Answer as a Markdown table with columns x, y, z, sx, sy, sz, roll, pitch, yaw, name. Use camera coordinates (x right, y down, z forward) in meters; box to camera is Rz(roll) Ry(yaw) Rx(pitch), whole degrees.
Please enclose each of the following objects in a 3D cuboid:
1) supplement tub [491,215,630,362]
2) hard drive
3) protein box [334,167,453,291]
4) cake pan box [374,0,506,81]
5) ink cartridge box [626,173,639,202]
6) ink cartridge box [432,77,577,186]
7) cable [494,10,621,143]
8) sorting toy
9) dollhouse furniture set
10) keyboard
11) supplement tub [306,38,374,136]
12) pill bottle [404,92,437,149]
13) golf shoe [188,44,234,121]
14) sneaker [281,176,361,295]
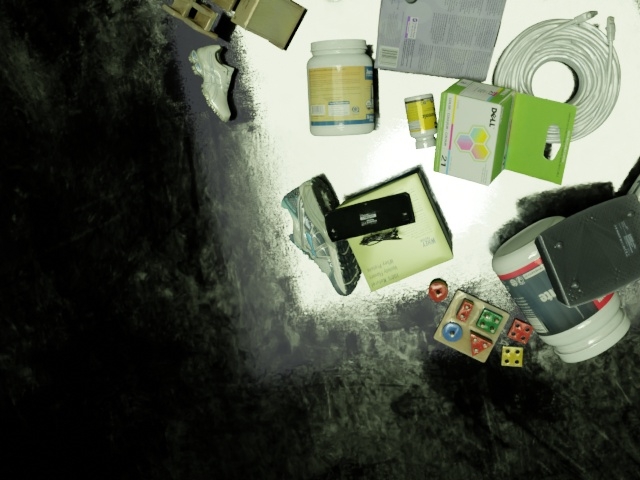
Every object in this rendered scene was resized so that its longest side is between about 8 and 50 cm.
| x | y | z | sx | sy | sz | roll | pitch | yaw | name |
| --- | --- | --- | --- | --- | --- | --- | --- | --- | --- |
| 0.513 | 0.103 | 1.557 | 0.191 | 0.191 | 0.272 | -35 | 93 | 15 | supplement tub |
| 0.553 | 0.019 | 1.453 | 0.254 | 0.054 | 0.172 | -21 | 87 | -20 | hard drive |
| 0.168 | -0.026 | 1.623 | 0.199 | 0.136 | 0.201 | -24 | 95 | 13 | protein box |
| 0.241 | -0.447 | 1.483 | 0.245 | 0.070 | 0.267 | 9 | 144 | 6 | cake pan box |
| 0.731 | -0.065 | 1.537 | 0.158 | 0.092 | 0.218 | 29 | 106 | 4 | ink cartridge box |
| 0.375 | -0.210 | 1.501 | 0.255 | 0.097 | 0.189 | 20 | 127 | 28 | ink cartridge box |
| 0.495 | -0.334 | 1.530 | 0.257 | 0.089 | 0.257 | -9 | 100 | 13 | cable |
| 0.357 | 0.207 | 1.681 | 0.274 | 0.046 | 0.132 | 26 | 104 | 4 | sorting toy |
| -0.183 | -0.541 | 1.609 | 0.242 | 0.161 | 0.212 | 38 | 106 | 24 | dollhouse furniture set |
| 0.107 | -0.034 | 1.551 | 0.192 | 0.038 | 0.100 | -13 | 74 | 13 | keyboard |
| 0.043 | -0.330 | 1.581 | 0.144 | 0.144 | 0.200 | -1 | 101 | 10 | supplement tub |
| 0.224 | -0.262 | 1.603 | 0.065 | 0.065 | 0.116 | -8 | 100 | 12 | pill bottle |
| -0.233 | -0.364 | 1.667 | 0.086 | 0.069 | 0.176 | -21 | 98 | 7 | golf shoe |
| 0.000 | 0.000 | 1.691 | 0.122 | 0.110 | 0.283 | -19 | 95 | 31 | sneaker |
